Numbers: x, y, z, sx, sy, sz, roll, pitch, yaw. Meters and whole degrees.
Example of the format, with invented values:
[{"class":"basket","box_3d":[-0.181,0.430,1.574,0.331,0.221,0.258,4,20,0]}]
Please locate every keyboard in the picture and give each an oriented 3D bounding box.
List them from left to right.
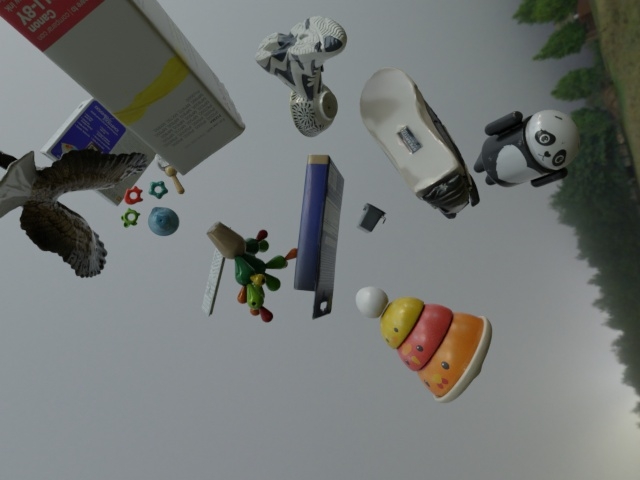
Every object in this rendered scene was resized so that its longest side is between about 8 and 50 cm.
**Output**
[{"class":"keyboard","box_3d":[-0.290,0.079,1.121,0.014,0.072,0.255,11,-85,-38]}]

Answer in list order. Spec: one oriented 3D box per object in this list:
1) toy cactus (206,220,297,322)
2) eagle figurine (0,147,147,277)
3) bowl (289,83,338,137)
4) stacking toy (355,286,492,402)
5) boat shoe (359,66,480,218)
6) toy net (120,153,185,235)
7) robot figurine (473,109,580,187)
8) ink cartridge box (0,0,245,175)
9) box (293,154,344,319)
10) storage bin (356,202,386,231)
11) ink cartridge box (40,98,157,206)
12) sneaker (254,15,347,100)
[{"class":"toy cactus","box_3d":[-0.129,0.034,0.752,0.180,0.112,0.218,47,-153,-26]},{"class":"eagle figurine","box_3d":[-0.445,-0.078,0.686,0.298,0.226,0.225,26,-139,-51]},{"class":"bowl","box_3d":[-0.002,-0.386,1.167,0.170,0.080,0.169,-11,-76,-51]},{"class":"stacking toy","box_3d":[0.338,0.329,1.492,0.480,0.350,0.350,30,-140,10]},{"class":"boat shoe","box_3d":[0.193,-0.188,0.804,0.158,0.127,0.340,28,-142,-49]},{"class":"toy net","box_3d":[-0.367,-0.130,0.924,0.122,0.045,0.231,15,-93,-11]},{"class":"robot figurine","box_3d":[0.578,-0.251,1.149,0.209,0.278,0.173,3,-103,-28]},{"class":"ink cartridge box","box_3d":[-0.337,-0.344,0.733,0.384,0.161,0.279,47,-169,-46]},{"class":"box","box_3d":[0.000,0.000,0.605,0.136,0.037,0.225,27,-113,-76]},{"class":"storage bin","box_3d":[0.191,-0.076,1.544,0.098,0.135,0.091,29,-91,0]},{"class":"ink cartridge box","box_3d":[-0.509,-0.223,0.971,0.208,0.045,0.206,-60,-35,-18]},{"class":"sneaker","box_3d":[-0.011,-0.368,0.850,0.153,0.235,0.093,29,-109,-47]}]
